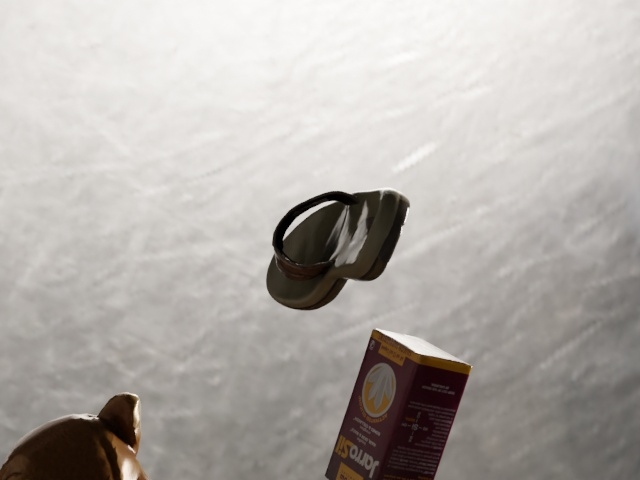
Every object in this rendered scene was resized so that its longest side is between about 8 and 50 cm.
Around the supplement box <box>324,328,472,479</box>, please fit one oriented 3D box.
[{"bbox_3d":[0.088,0.209,1.727,0.080,0.104,0.188,15,96,-33],"label":"supplement box"}]

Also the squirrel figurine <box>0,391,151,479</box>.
[{"bbox_3d":[-0.144,0.326,1.355,0.281,0.397,0.370,-29,96,-23],"label":"squirrel figurine"}]

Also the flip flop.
[{"bbox_3d":[0.000,0.000,1.439,0.277,0.080,0.112,160,-53,-69],"label":"flip flop"}]
